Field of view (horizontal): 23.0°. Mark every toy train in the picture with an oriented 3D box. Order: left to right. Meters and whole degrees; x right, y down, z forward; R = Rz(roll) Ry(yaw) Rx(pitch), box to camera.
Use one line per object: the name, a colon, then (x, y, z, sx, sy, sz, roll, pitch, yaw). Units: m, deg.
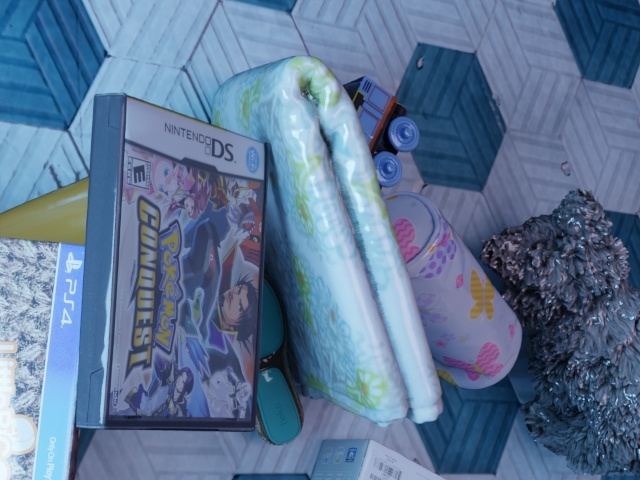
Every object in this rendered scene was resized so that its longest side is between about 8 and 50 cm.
toy train: (0.038, -0.094, 1.801, 0.105, 0.080, 0.184, 34, 67, -20)

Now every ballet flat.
ballet flat: (-0.069, 0.121, 1.678, 0.073, 0.067, 0.206, -15, 111, -17)

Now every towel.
towel: (0.000, 0.000, 1.603, 0.090, 0.320, 0.374, -20, 97, -16)

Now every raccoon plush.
raccoon plush: (0.374, 0.120, 1.834, 0.216, 0.446, 0.299, -34, 119, -22)

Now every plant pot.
plant pot: (-0.227, 0.028, 1.510, 0.188, 0.205, 0.205, -12, 92, -24)

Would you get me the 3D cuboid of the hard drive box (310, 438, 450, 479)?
hard drive box: (0.059, 0.360, 1.748, 0.181, 0.089, 0.232, 32, 65, -31)

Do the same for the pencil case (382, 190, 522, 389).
pencil case: (0.130, 0.059, 1.775, 0.273, 0.124, 0.113, 52, 48, -46)

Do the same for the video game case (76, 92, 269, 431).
video game case: (-0.122, 0.028, 1.374, 0.248, 0.035, 0.275, 14, 76, -62)

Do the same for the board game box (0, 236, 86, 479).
board game box: (-0.344, 0.113, 1.323, 0.291, 0.141, 0.232, 5, 79, -5)
